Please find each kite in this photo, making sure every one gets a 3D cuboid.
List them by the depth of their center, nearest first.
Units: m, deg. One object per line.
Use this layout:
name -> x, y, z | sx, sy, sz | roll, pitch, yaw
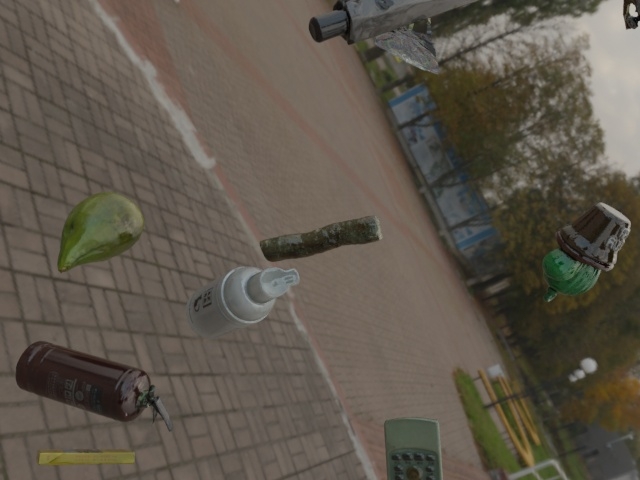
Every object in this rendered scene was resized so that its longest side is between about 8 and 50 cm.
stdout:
kite -> 0.198, -0.471, 1.383 | 0.152, 0.015, 0.285 | 22, 44, -11

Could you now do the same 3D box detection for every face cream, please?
face cream -> -0.191, 0.136, 1.516 | 0.146, 0.370, 0.145 | 14, 64, -30

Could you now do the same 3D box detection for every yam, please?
yam -> 0.000, 0.000, 1.294 | 0.061, 0.253, 0.061 | -12, 90, -80

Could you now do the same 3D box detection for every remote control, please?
remote control -> 0.202, 0.515, 1.326 | 0.038, 0.124, 0.285 | -14, 101, -78

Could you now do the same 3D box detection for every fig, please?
fig -> -0.536, -0.027, 1.482 | 0.234, 0.167, 0.167 | -19, 81, -43

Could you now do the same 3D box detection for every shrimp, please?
shrimp -> 0.658, -0.464, 1.288 | 0.091, 0.025, 0.127 | 76, 2, -55

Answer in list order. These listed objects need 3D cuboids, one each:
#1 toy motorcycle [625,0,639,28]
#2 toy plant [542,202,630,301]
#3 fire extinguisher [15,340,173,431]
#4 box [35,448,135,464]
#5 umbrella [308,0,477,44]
toy motorcycle -> 0.624, -0.409, 1.133 | 0.205, 0.076, 0.114 | 45, 11, -49
toy plant -> 0.438, 0.032, 1.067 | 0.143, 0.200, 0.105 | 1, 36, -49
fire extinguisher -> -0.472, 0.315, 1.332 | 0.114, 0.338, 0.135 | -57, 154, -53
box -> -0.410, 0.377, 1.089 | 0.155, 0.087, 0.023 | 8, 77, -25
umbrella -> 0.138, -0.390, 1.019 | 0.067, 0.338, 0.073 | 57, -16, 38
